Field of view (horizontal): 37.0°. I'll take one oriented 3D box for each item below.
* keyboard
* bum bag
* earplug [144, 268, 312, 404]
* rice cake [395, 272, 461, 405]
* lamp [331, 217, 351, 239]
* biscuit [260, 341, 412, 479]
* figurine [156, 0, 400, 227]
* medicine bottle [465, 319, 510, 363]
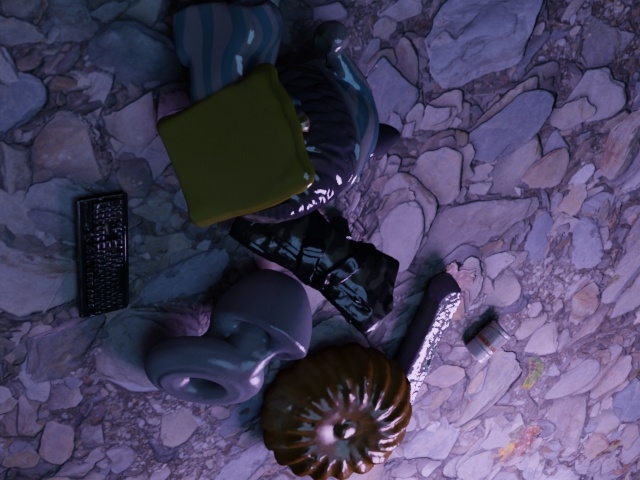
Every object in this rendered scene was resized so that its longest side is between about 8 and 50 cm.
[{"bbox_3d":[-0.355,0.027,1.553,0.093,0.025,0.230,-13,128,-26],"label":"keyboard"},{"bbox_3d":[0.004,0.023,1.661,0.340,0.095,0.144,37,86,-16],"label":"bum bag"},{"bbox_3d":[-0.159,0.184,1.700,0.325,0.175,0.214,-35,138,9],"label":"earplug"},{"bbox_3d":[0.196,0.246,2.011,0.064,0.070,0.399,7,118,-29],"label":"rice cake"},{"bbox_3d":[0.001,0.000,1.726,0.121,0.054,0.041,-15,148,-13],"label":"lamp"},{"bbox_3d":[0.040,0.362,1.943,0.325,0.107,0.326,-6,116,-12],"label":"biscuit"},{"bbox_3d":[-0.050,-0.224,1.479,0.377,0.266,0.362,-25,111,-56],"label":"figurine"},{"bbox_3d":[0.369,0.222,2.104,0.089,0.057,0.057,-44,133,5],"label":"medicine bottle"}]
